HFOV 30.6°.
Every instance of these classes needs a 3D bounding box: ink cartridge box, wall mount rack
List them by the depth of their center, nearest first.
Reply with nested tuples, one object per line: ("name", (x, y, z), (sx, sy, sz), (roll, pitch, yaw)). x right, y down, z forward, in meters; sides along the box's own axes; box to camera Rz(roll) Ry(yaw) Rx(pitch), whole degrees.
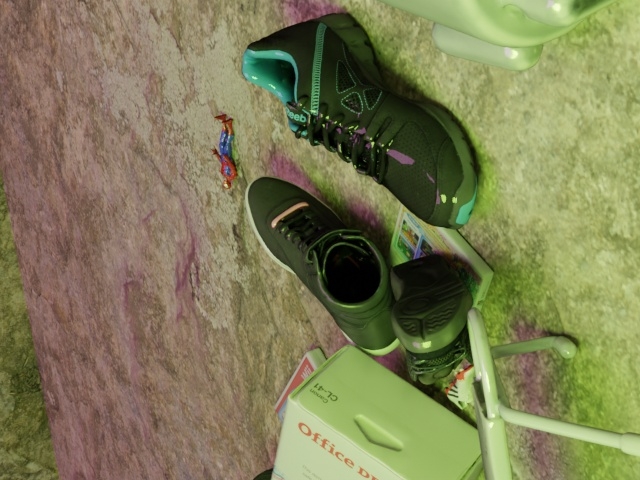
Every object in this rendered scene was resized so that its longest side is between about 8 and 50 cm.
("wall mount rack", (0.225, 0.235, 1.083), (0.304, 0.131, 0.349), (-89, -12, -76))
("ink cartridge box", (0.061, 0.314, 1.463), (0.226, 0.131, 0.306), (33, 136, 19))

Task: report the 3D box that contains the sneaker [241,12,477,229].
("sneaker", (0.039, -0.122, 1.301), (0.341, 0.140, 0.125), (49, 142, 34))

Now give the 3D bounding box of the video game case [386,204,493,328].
("video game case", (0.133, 0.037, 1.355), (0.157, 0.019, 0.143), (52, 146, 35))

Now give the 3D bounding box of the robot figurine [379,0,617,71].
("robot figurine", (0.121, -0.283, 0.988), (0.353, 0.200, 0.299), (35, 143, 49))

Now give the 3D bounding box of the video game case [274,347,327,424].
("video game case", (0.027, 0.322, 1.713), (0.285, 0.025, 0.204), (61, 151, 22))

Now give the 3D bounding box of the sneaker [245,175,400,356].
("sneaker", (0.001, 0.000, 1.445), (0.295, 0.105, 0.147), (51, 168, 24))

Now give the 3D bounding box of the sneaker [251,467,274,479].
("sneaker", (-0.047, 0.593, 1.761), (0.257, 0.169, 0.447), (77, -164, -60))

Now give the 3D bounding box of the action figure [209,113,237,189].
("action figure", (-0.143, -0.130, 1.757), (0.038, 0.030, 0.115), (29, 133, 46))

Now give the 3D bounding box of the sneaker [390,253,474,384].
("sneaker", (0.126, 0.102, 1.234), (0.227, 0.087, 0.130), (-97, -12, -78))

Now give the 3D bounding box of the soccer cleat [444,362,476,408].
("soccer cleat", (0.170, 0.169, 1.359), (0.035, 0.029, 0.083), (52, 151, 17))
